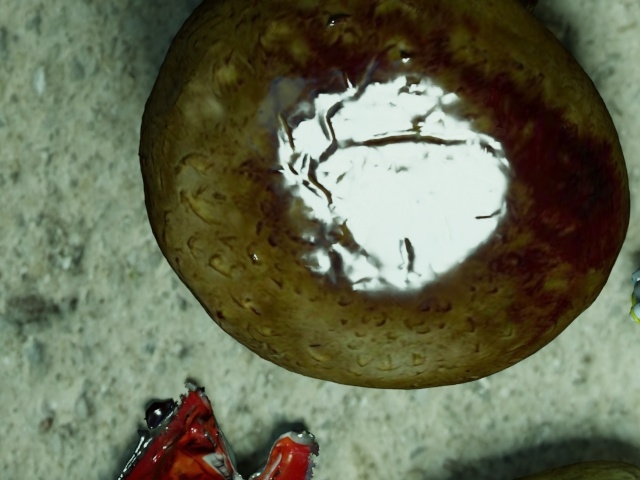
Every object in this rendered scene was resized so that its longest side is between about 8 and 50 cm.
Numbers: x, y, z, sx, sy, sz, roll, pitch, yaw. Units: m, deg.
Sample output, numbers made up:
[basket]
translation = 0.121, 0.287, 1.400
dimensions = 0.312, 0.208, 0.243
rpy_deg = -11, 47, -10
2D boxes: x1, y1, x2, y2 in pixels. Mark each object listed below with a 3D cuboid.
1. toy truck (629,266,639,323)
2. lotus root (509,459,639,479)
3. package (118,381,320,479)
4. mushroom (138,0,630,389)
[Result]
[toy truck]
translation = 0.266, 0.031, 1.403
dimensions = 0.111, 0.077, 0.076
rpy_deg = -29, 82, 22
[lotus root]
translation = 0.149, 0.248, 1.442
dimensions = 0.260, 0.128, 0.145
rpy_deg = -25, 94, 24
[package]
translation = -0.110, 0.252, 1.553
dimensions = 0.194, 0.071, 0.269
rpy_deg = 20, 75, 31
[mushroom]
translation = 0.041, -0.045, 1.395
dimensions = 0.345, 0.239, 0.345
rpy_deg = 0, 92, 13
